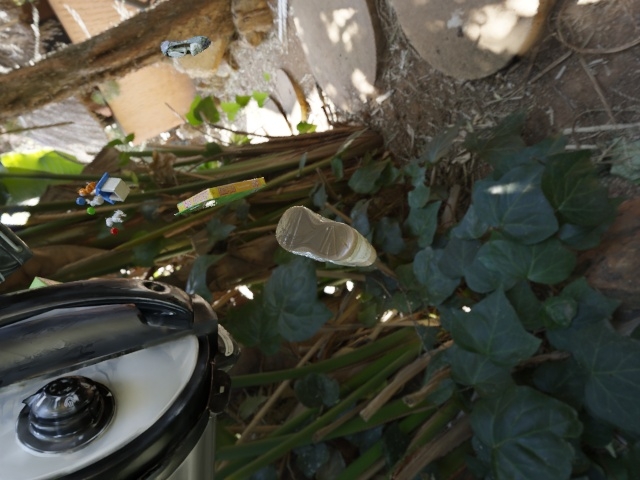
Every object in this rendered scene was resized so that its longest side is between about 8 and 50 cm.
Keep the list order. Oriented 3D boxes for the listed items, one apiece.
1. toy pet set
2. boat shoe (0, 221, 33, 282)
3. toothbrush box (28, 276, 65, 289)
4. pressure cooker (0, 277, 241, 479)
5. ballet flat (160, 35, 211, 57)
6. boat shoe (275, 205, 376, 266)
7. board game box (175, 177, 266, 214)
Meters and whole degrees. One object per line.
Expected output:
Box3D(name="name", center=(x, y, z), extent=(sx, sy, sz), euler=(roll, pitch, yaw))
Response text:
Box3D(name="toy pet set", center=(-0.480, -0.092, 0.876), extent=(0.065, 0.114, 0.122), euler=(7, 148, 18))
Box3D(name="boat shoe", center=(-0.612, -0.073, 0.640), extent=(0.121, 0.119, 0.335), euler=(4, 129, 37))
Box3D(name="toothbrush box", center=(-0.543, 0.212, 0.961), extent=(0.283, 0.122, 0.206), euler=(23, 172, 28))
Box3D(name="pressure cooker", center=(-0.307, 0.243, 0.497), extent=(0.370, 0.375, 0.421), euler=(-68, -13, -65))
Box3D(name="ballet flat", center=(-0.309, -0.443, 0.932), extent=(0.041, 0.114, 0.041), euler=(167, 90, -78))
Box3D(name="boat shoe", center=(0.000, 0.000, 1.028), extent=(0.110, 0.122, 0.341), euler=(27, 179, -37))
Box3D(name="board game box", center=(-0.270, -0.123, 1.100), extent=(0.124, 0.259, 0.039), euler=(-19, 98, 30))
